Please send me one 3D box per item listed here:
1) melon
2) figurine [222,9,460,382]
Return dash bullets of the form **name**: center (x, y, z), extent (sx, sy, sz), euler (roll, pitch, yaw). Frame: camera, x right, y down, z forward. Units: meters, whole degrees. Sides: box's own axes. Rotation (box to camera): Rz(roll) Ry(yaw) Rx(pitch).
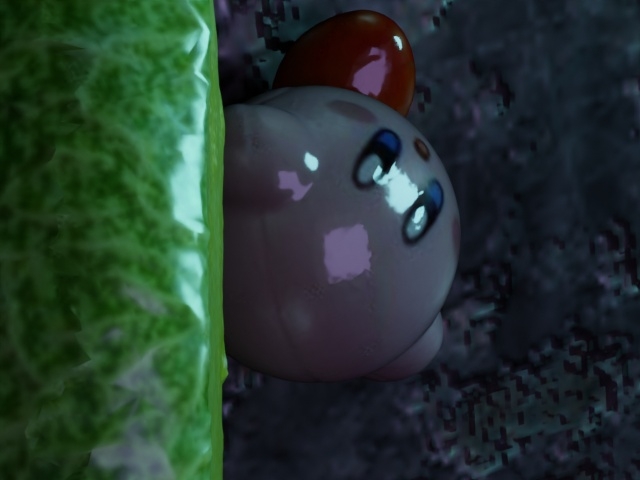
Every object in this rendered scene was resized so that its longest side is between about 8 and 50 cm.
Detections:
- **melon**: center (-0.087, 0.021, 0.386), extent (0.124, 0.196, 0.323), euler (-7, 102, -65)
- **figurine**: center (0.000, 0.000, 0.456), extent (0.067, 0.071, 0.083), euler (-22, 112, 23)
